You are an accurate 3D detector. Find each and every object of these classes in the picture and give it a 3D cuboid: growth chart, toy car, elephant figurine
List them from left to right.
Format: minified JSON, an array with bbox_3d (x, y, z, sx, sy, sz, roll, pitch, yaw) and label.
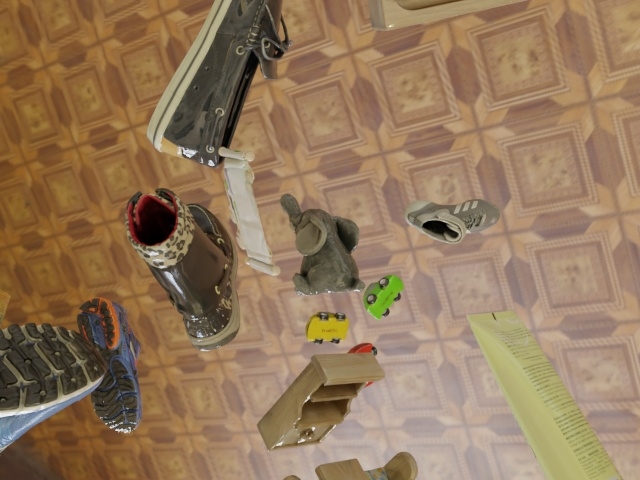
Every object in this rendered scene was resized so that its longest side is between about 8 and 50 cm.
[{"bbox_3d":[-0.125,-0.049,1.318,0.172,0.021,0.237,29,136,59],"label":"growth chart"},{"bbox_3d":[0.000,0.000,1.745,0.185,0.169,0.240,-5,87,4],"label":"elephant figurine"},{"bbox_3d":[0.087,0.162,1.612,0.239,0.225,0.053,46,168,-35],"label":"toy car"}]

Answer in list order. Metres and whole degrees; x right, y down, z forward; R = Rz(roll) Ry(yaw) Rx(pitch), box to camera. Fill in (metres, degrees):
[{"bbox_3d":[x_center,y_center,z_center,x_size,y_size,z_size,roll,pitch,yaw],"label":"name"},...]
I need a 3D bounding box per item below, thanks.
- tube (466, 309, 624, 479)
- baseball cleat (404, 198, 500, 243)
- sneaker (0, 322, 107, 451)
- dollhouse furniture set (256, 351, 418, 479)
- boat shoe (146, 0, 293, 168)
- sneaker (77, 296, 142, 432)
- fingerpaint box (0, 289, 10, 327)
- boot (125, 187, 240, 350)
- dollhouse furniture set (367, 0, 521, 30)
[{"bbox_3d":[0.214,0.170,0.710,0.062,0.070,0.240,-24,69,-5],"label":"tube"},{"bbox_3d":[0.251,-0.028,1.395,0.109,0.205,0.072,-126,40,-53],"label":"baseball cleat"},{"bbox_3d":[-0.431,0.216,0.978,0.130,0.329,0.147,53,147,27],"label":"sneaker"},{"bbox_3d":[0.041,0.288,0.992,0.161,0.212,0.242,-53,52,30],"label":"dollhouse furniture set"},{"bbox_3d":[-0.127,-0.350,1.377,0.156,0.187,0.500,32,101,1],"label":"boat shoe"},{"bbox_3d":[-0.320,0.197,1.250,0.083,0.087,0.221,-10,88,18],"label":"sneaker"},{"bbox_3d":[-0.870,0.087,1.566,0.444,0.371,0.163,37,85,-19],"label":"fingerpaint box"},{"bbox_3d":[-0.163,-0.007,0.920,0.085,0.236,0.179,-20,134,2],"label":"boot"},{"bbox_3d":[0.082,-0.212,0.469,0.123,0.144,0.151,-143,40,-66],"label":"dollhouse furniture set"}]
